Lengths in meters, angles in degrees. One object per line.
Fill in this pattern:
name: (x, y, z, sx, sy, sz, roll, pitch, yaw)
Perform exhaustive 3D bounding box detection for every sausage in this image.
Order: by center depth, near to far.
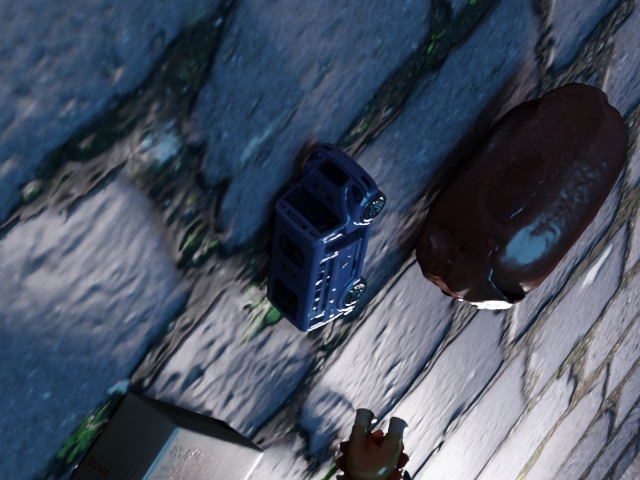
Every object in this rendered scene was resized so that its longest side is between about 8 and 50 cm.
sausage: (0.215, -0.046, 1.428, 0.279, 0.152, 0.152, -50, 156, -15)

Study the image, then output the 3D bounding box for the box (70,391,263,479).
box: (-0.140, 0.214, 1.165, 0.141, 0.058, 0.201, -56, 156, -3)

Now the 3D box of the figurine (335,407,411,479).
figurine: (0.057, 0.289, 1.611, 0.195, 0.111, 0.102, 78, 31, -54)

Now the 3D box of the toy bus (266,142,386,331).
toy bus: (0.000, 0.000, 1.155, 0.076, 0.073, 0.167, -29, 147, -30)
